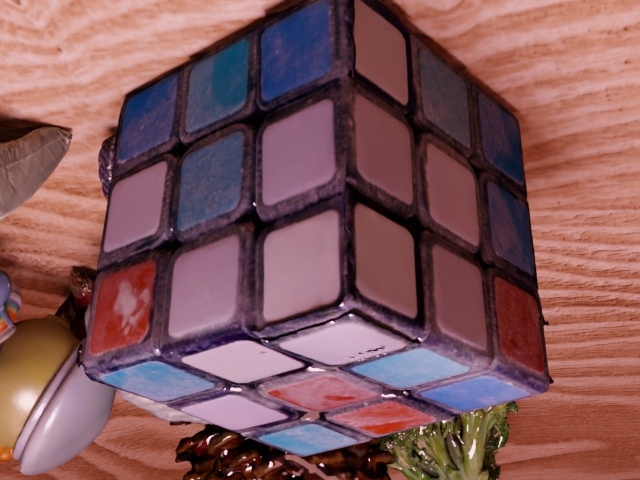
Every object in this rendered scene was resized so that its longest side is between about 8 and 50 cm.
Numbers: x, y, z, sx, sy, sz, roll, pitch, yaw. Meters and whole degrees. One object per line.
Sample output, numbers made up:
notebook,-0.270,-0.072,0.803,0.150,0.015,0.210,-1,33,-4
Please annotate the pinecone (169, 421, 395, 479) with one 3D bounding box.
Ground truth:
pinecone,-0.052,0.326,1.758,0.397,0.398,0.398,0,154,0

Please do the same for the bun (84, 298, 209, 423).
bun,-0.150,0.094,1.466,0.354,0.194,0.355,-7,126,-10

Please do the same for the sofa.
sofa,-0.447,-0.111,1.209,0.210,0.176,0.225,-24,116,40

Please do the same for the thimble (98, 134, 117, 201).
thimble,-0.221,-0.077,1.255,0.066,0.095,0.104,-3,168,10

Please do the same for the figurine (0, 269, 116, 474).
figurine,-0.439,0.155,1.452,0.205,0.225,0.382,-4,134,50

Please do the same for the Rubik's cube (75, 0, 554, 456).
Rubik's cube,0.000,0.000,1.125,0.358,0.362,0.363,-21,148,32

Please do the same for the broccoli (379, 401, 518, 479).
broccoli,0.249,0.381,2.013,0.307,0.275,0.308,-14,135,-14

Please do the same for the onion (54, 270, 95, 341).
onion,-0.343,0.131,1.635,0.173,0.135,0.198,-10,150,11
